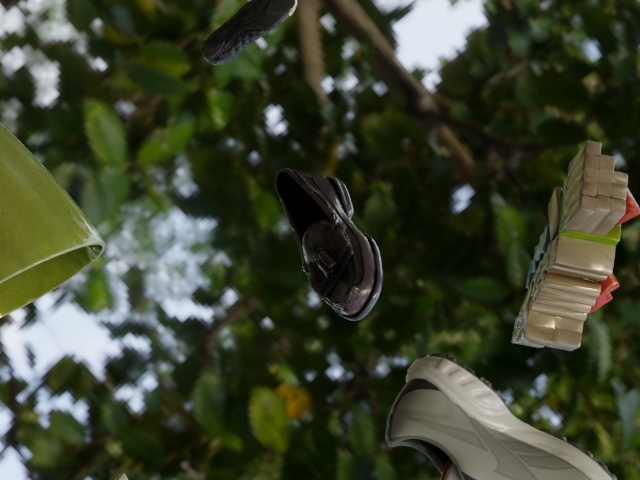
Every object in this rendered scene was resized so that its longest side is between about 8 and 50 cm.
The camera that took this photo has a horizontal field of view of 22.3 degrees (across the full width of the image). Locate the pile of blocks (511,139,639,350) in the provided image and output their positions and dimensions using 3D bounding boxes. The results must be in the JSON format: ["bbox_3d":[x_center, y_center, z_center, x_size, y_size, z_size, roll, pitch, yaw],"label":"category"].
[{"bbox_3d":[0.374,0.018,2.297,0.149,0.113,0.362,-84,-172,-47],"label":"pile of blocks"}]

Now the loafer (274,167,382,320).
[{"bbox_3d":[0.000,0.000,2.177,0.109,0.095,0.302,-55,-152,21],"label":"loafer"}]

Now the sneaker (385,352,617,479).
[{"bbox_3d":[0.182,0.224,1.568,0.108,0.271,0.100,-56,177,-21],"label":"sneaker"}]

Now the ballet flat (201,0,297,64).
[{"bbox_3d":[-0.109,-0.329,2.492,0.173,0.057,0.049,-31,164,16],"label":"ballet flat"}]

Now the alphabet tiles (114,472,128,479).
[{"bbox_3d":[-0.228,0.501,2.203,0.011,0.342,0.285,-19,-163,26],"label":"alphabet tiles"}]

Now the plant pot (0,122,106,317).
[{"bbox_3d":[-0.485,-0.055,2.234,0.275,0.293,0.275,-29,174,-3],"label":"plant pot"}]
